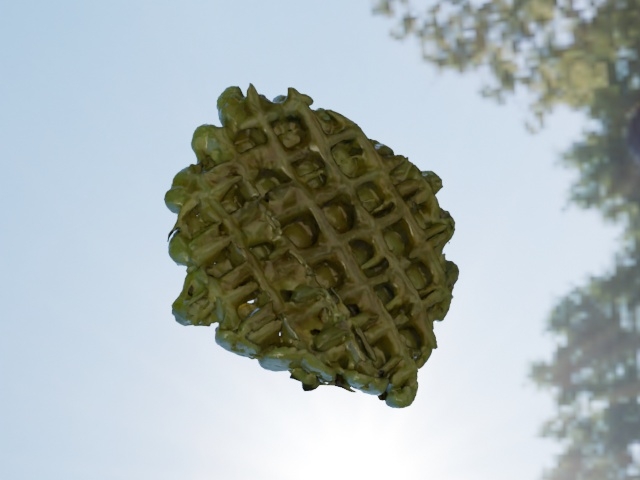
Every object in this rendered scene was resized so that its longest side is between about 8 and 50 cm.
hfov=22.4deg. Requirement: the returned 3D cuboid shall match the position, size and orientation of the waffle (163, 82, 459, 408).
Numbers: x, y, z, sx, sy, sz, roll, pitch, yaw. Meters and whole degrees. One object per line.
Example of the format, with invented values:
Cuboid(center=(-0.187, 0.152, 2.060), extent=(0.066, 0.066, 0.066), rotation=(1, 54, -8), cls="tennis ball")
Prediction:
Cuboid(center=(0.000, 0.000, 1.553), extent=(0.317, 0.073, 0.297), rotation=(25, -123, -23), cls="waffle")
